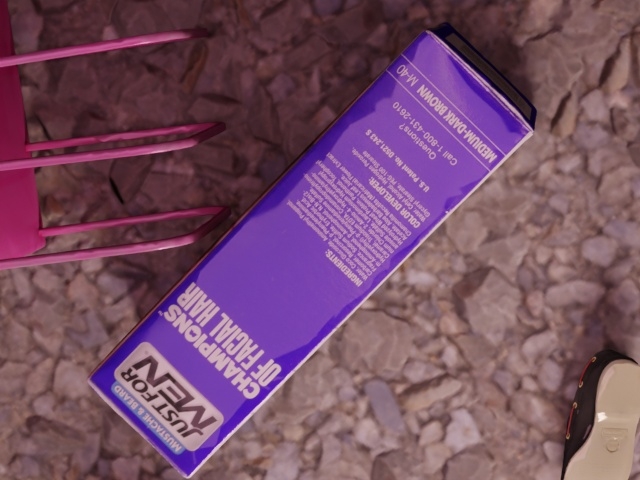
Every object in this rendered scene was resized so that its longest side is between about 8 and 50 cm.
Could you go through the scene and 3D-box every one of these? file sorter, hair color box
[{"bbox_3d":[-0.175,-0.133,1.316,0.182,0.202,0.291,-7,97,7],"label":"file sorter"},{"bbox_3d":[0.000,0.000,1.320,0.110,0.185,0.339,43,101,0],"label":"hair color box"}]

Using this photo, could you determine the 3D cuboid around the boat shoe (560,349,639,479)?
[{"bbox_3d":[0.207,0.147,1.387,0.048,0.042,0.133,11,100,-15],"label":"boat shoe"}]
